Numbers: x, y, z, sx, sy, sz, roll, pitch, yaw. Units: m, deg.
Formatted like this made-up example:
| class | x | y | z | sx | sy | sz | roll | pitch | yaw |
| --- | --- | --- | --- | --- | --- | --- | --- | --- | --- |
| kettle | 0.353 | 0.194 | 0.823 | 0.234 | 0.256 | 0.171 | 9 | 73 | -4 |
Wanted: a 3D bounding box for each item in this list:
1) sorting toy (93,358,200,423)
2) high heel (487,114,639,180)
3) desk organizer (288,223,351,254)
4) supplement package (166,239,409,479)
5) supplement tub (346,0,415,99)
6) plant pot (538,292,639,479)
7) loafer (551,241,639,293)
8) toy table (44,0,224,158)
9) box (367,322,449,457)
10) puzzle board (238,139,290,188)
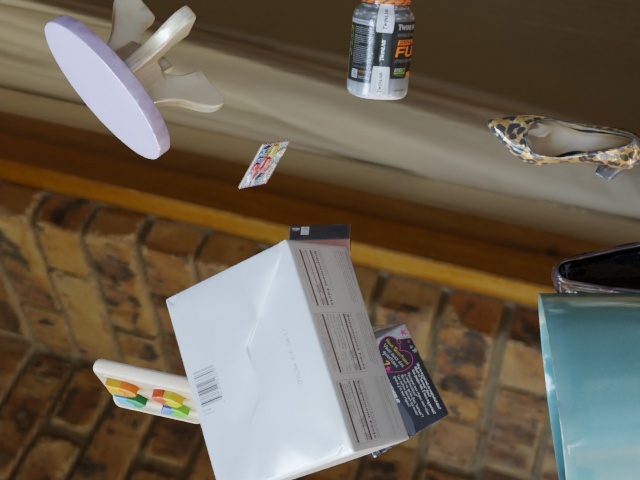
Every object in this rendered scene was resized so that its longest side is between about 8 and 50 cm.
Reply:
| class | x | y | z | sx | sy | sz | roll | pitch | yaw |
| --- | --- | --- | --- | --- | --- | --- | --- | --- | --- |
| sorting toy | -0.323 | 0.295 | 1.914 | 0.208 | 0.193 | 0.038 | 89 | -166 | -61 |
| high heel | 0.428 | -0.186 | 1.756 | 0.186 | 0.261 | 0.093 | 98 | -168 | -79 |
| desk organizer | 0.000 | 0.000 | 2.144 | 0.050 | 0.130 | 0.047 | 83 | -173 | -46 |
| supplement package | -0.044 | 0.160 | 1.261 | 0.145 | 0.204 | 0.262 | 7 | -118 | -58 |
| supplement tub | 0.113 | -0.364 | 1.867 | 0.117 | 0.117 | 0.190 | -45 | -38 | -65 |
| plant pot | 0.415 | 0.200 | 1.292 | 0.293 | 0.235 | 0.293 | -7 | -90 | -81 |
| loafer | 0.511 | 0.050 | 1.565 | 0.095 | 0.302 | 0.109 | 35 | -129 | -63 |
| toy table | -0.299 | -0.285 | 1.656 | 0.161 | 0.274 | 0.252 | -41 | 12 | -26 |
| box | 0.070 | 0.229 | 1.594 | 0.163 | 0.142 | 0.247 | 64 | 162 | -1 |
| puzzle board | -0.125 | -0.170 | 2.264 | 0.096 | 0.011 | 0.128 | -15 | -35 | -52 |
